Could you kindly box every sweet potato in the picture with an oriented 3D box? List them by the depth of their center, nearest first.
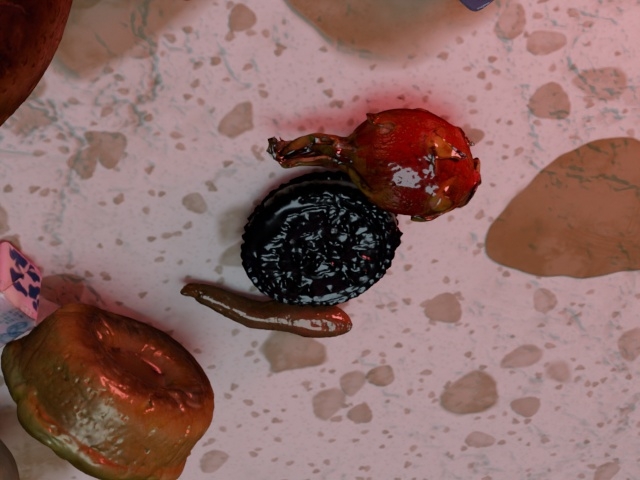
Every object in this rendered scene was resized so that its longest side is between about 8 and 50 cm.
[{"bbox_3d":[-0.067,0.084,1.865,0.214,0.050,0.050,11,128,-11],"label":"sweet potato"}]

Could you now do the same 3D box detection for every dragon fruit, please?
[{"bbox_3d":[0.060,-0.088,1.690,0.246,0.125,0.125,8,132,-8],"label":"dragon fruit"}]

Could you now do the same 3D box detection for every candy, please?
[{"bbox_3d":[-0.398,0.085,1.775,0.160,0.092,0.073,-32,130,19],"label":"candy"}]

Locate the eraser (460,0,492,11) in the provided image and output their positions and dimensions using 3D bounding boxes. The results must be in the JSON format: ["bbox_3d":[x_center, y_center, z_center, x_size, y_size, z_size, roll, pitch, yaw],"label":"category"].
[{"bbox_3d":[0.111,-0.321,1.547,0.082,0.036,0.225,-40,126,22],"label":"eraser"}]

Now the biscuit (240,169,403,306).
[{"bbox_3d":[0.000,0.000,1.798,0.194,0.053,0.194,-5,132,-6],"label":"biscuit"}]

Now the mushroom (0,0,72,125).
[{"bbox_3d":[-0.353,-0.220,1.365,0.345,0.239,0.345,-16,124,-26],"label":"mushroom"}]

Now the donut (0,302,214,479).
[{"bbox_3d":[-0.237,0.181,1.801,0.128,0.208,0.261,-48,144,18],"label":"donut"}]

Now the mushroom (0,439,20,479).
[{"bbox_3d":[-0.500,0.318,1.869,0.260,0.254,0.234,22,127,26],"label":"mushroom"}]
